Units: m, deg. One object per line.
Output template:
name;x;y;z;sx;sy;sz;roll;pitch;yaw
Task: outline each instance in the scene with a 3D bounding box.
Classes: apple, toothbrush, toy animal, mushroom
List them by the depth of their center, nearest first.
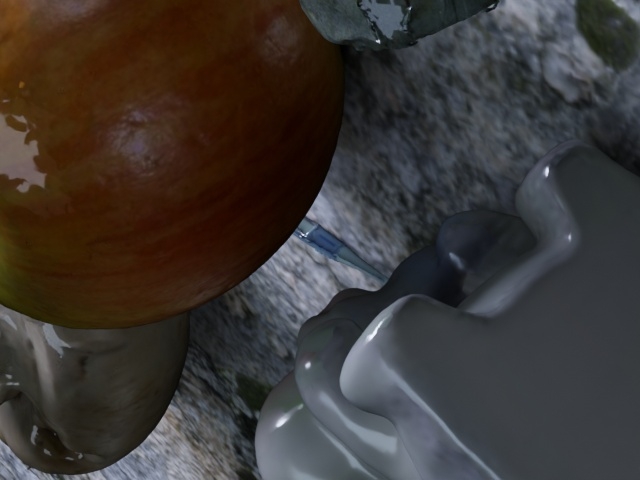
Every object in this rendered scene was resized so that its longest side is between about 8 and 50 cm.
toy animal;0.088;0.120;0.978;0.241;0.196;0.367;53;152;-1
apple;-0.121;-0.086;1.030;0.286;0.233;0.286;44;155;26
toothbrush;0.000;0.000;1.177;0.219;0.016;0.019;34;156;33
mushroom;-0.253;0.064;1.360;0.292;0.290;0.292;37;144;33

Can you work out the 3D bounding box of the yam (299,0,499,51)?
yam;0.007;-0.210;0.767;0.254;0.154;0.154;58;154;-7
